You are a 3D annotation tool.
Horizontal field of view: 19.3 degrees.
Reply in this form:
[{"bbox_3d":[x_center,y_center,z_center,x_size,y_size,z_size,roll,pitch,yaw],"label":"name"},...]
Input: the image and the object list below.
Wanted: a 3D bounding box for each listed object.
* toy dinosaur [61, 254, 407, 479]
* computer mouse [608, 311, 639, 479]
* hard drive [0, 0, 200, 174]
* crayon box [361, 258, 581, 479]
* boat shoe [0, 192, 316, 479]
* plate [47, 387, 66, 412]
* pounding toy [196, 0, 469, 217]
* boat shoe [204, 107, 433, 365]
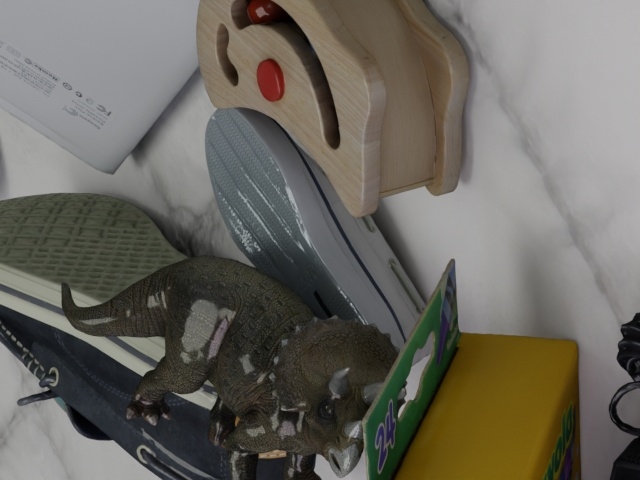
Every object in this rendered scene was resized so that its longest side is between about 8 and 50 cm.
[{"bbox_3d":[-0.048,0.081,1.272,0.313,0.121,0.160,37,118,38],"label":"toy dinosaur"},{"bbox_3d":[0.220,0.191,1.071,0.188,0.072,0.272,41,128,45],"label":"computer mouse"},{"bbox_3d":[-0.198,-0.176,1.472,0.210,0.040,0.319,33,151,-9],"label":"hard drive"},{"bbox_3d":[0.100,0.200,1.132,0.083,0.203,0.323,3,117,18],"label":"crayon box"},{"bbox_3d":[-0.166,0.080,1.548,0.500,0.187,0.156,26,124,45],"label":"boat shoe"},{"bbox_3d":[-0.253,0.113,1.878,0.188,0.024,0.188,36,136,44],"label":"plate"},{"bbox_3d":[-0.037,-0.120,1.222,0.269,0.155,0.154,55,145,30],"label":"pounding toy"},{"bbox_3d":[0.000,0.000,1.312,0.083,0.076,0.226,-42,72,44],"label":"boat shoe"}]
